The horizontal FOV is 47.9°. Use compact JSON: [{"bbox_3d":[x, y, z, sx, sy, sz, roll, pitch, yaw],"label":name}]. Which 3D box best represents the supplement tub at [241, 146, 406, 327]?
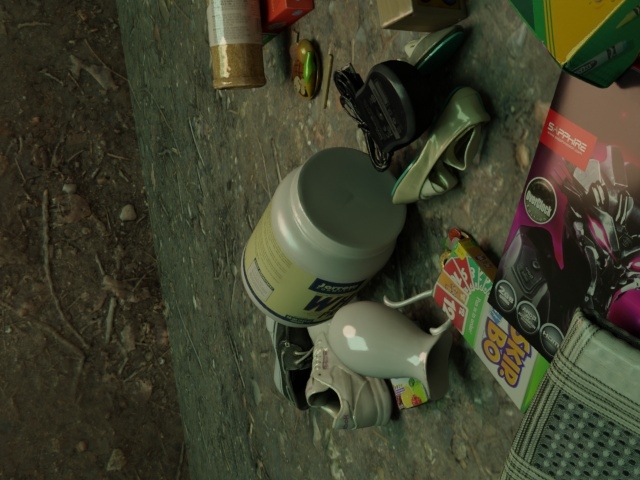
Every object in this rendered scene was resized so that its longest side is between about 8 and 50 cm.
[{"bbox_3d":[0.000,0.000,1.325,0.325,0.235,0.236,-54,50,56],"label":"supplement tub"}]

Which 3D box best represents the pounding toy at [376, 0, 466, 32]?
[{"bbox_3d":[0.142,-0.387,1.034,0.100,0.130,0.141,-9,89,54],"label":"pounding toy"}]

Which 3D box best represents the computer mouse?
[{"bbox_3d":[0.110,-0.210,1.103,0.189,0.072,0.272,65,169,-5],"label":"computer mouse"}]

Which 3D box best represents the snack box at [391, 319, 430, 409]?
[{"bbox_3d":[0.159,0.225,1.290,0.100,0.037,0.141,-42,58,57],"label":"snack box"}]

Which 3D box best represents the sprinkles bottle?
[{"bbox_3d":[-0.187,-0.507,1.541,0.121,0.121,0.356,14,110,62],"label":"sprinkles bottle"}]

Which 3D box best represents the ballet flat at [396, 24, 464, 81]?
[{"bbox_3d":[0.147,-0.272,1.121,0.068,0.072,0.213,57,149,16],"label":"ballet flat"}]

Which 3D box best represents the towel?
[{"bbox_3d":[0.357,0.271,0.754,0.324,0.056,0.312,33,130,28],"label":"towel"}]

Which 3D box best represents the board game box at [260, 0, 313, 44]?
[{"bbox_3d":[-0.124,-0.586,1.602,0.316,0.064,0.243,-5,93,64],"label":"board game box"}]

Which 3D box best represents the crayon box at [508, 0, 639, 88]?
[{"bbox_3d":[0.308,-0.304,0.674,0.278,0.081,0.165,-49,46,34],"label":"crayon box"}]

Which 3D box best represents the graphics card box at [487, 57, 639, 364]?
[{"bbox_3d":[0.331,-0.016,0.805,0.233,0.094,0.371,51,142,46],"label":"graphics card box"}]

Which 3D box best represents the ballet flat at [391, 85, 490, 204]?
[{"bbox_3d":[0.185,-0.121,1.100,0.086,0.086,0.248,65,149,31],"label":"ballet flat"}]

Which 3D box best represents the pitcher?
[{"bbox_3d":[0.126,0.151,1.205,0.207,0.125,0.178,15,84,36],"label":"pitcher"}]

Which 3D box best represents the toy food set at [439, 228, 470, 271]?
[{"bbox_3d":[0.218,0.024,1.131,0.083,0.020,0.083,36,129,57],"label":"toy food set"}]

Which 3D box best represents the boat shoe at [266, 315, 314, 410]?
[{"bbox_3d":[-0.042,0.248,1.651,0.119,0.121,0.335,40,144,44],"label":"boat shoe"}]

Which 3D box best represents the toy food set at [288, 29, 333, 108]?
[{"bbox_3d":[-0.040,-0.363,1.524,0.192,0.038,0.133,48,139,49],"label":"toy food set"}]

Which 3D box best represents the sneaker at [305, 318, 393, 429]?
[{"bbox_3d":[0.024,0.250,1.448,0.305,0.152,0.114,-124,34,-45],"label":"sneaker"}]

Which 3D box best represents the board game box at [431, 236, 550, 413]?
[{"bbox_3d":[0.261,0.128,1.040,0.259,0.039,0.124,53,144,32],"label":"board game box"}]
